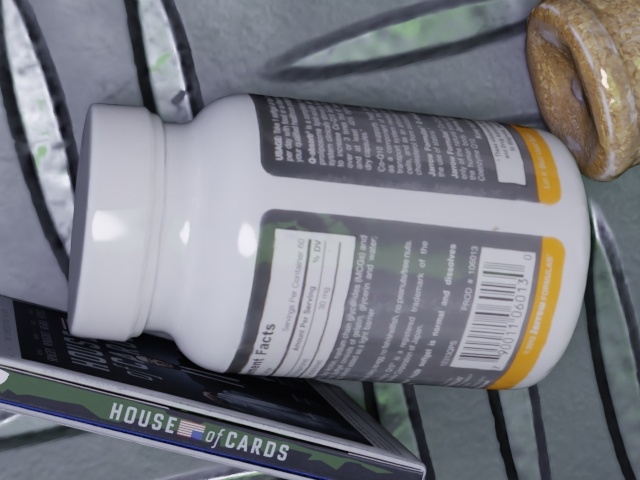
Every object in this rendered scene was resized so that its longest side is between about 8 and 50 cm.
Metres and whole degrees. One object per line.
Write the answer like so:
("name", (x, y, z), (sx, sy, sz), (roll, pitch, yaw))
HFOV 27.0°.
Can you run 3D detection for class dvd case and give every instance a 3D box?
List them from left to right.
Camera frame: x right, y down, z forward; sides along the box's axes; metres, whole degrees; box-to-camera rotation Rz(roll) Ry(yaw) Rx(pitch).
("dvd case", (-0.077, 0.087, 0.763), (0.239, 0.179, 0.029), (17, 93, -16))

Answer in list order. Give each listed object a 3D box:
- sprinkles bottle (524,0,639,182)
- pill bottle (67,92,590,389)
("sprinkles bottle", (0.311, -0.148, 0.833), (0.356, 0.121, 0.121), (-21, 106, -8))
("pill bottle", (0.000, 0.000, 0.773), (0.279, 0.162, 0.162), (5, 101, -13))
